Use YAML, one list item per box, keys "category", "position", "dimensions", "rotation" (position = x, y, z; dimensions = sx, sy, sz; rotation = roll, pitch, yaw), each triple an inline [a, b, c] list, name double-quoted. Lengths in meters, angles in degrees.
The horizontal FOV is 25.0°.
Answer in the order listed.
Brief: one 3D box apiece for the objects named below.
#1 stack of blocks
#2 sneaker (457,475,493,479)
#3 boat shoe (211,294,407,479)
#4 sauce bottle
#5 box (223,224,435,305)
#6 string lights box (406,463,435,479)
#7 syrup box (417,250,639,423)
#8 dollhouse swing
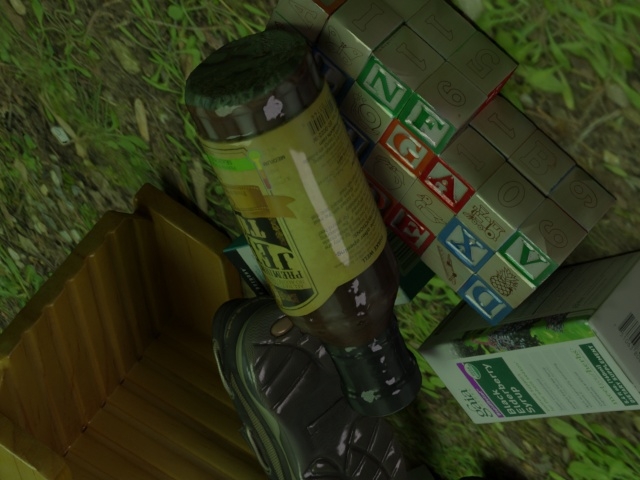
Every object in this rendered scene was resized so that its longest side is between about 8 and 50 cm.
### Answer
- category: "stack of blocks"
  position: [0.086, -0.088, 1.157]
  dimensions: [0.297, 0.087, 0.171]
  rotation: [43, 151, 5]
- category: "sneaker"
  position: [0.221, 0.389, 1.524]
  dimensions: [0.116, 0.136, 0.314]
  rotation: [-6, 122, 54]
- category: "boat shoe"
  position: [-0.012, 0.194, 1.515]
  dimensions: [0.130, 0.132, 0.355]
  rotation: [27, 142, 52]
- category: "sauce bottle"
  position: [0.000, 0.000, 1.173]
  dimensions: [0.111, 0.111, 0.344]
  rotation: [12, 136, 45]
- category: "box"
  position: [0.008, 0.017, 1.417]
  dimensions: [0.100, 0.060, 0.244]
  rotation: [54, 150, -14]
- category: "string lights box"
  position: [0.104, 0.384, 1.691]
  dimensions: [0.133, 0.077, 0.259]
  rotation: [58, 158, 27]
- category: "syrup box"
  position: [0.198, 0.087, 1.222]
  dimensions: [0.093, 0.096, 0.237]
  rotation: [53, 149, -12]
- category: "dollhouse swing"
  position: [-0.141, 0.191, 1.550]
  dimensions: [0.305, 0.347, 0.315]
  rotation: [22, 143, 21]
